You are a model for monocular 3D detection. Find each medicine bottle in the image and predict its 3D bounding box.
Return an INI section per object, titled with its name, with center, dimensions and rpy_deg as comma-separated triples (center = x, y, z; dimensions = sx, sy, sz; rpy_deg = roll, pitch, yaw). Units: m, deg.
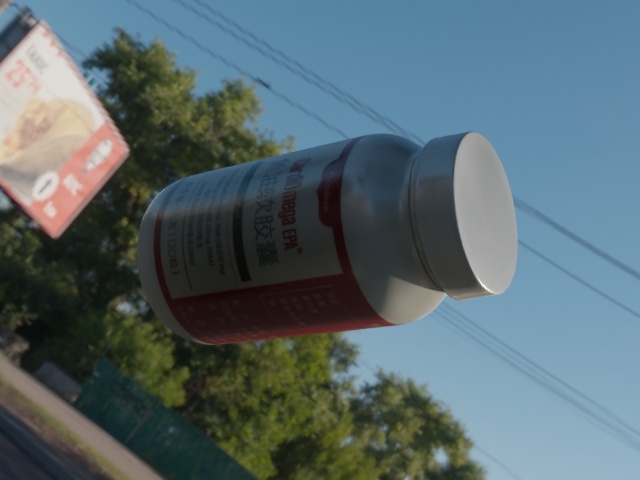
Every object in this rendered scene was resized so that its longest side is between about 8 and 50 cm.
[medicine bottle]
center = 0.000, 0.000, 0.634
dimensions = 0.250, 0.131, 0.131
rpy_deg = -10, -42, 32
